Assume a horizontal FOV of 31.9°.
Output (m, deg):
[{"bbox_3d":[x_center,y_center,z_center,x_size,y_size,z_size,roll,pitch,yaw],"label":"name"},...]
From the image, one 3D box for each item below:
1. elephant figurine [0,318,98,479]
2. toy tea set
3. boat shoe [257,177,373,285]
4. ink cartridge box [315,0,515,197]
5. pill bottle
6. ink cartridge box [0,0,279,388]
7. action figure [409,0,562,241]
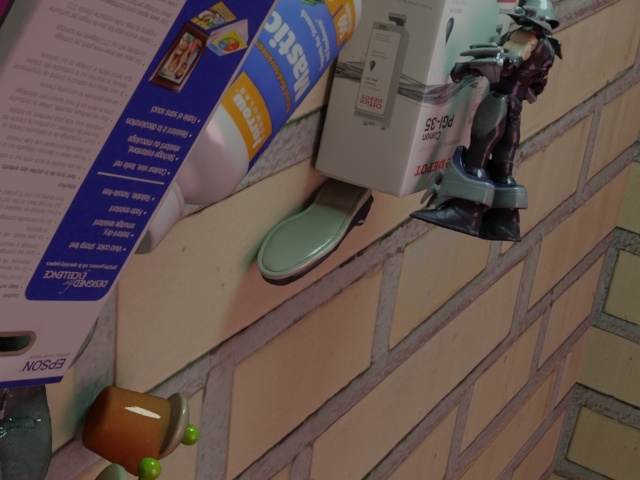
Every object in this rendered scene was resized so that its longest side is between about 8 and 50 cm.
[{"bbox_3d":[-0.237,0.058,0.756,0.186,0.169,0.239,124,-23,-75],"label":"elephant figurine"},{"bbox_3d":[-0.178,0.292,0.966,0.124,0.200,0.336,27,80,-22],"label":"toy tea set"},{"bbox_3d":[0.000,0.000,1.241,0.206,0.075,0.065,-48,144,-45],"label":"boat shoe"},{"bbox_3d":[0.115,-0.205,1.258,0.207,0.117,0.283,-19,125,-58],"label":"ink cartridge box"},{"bbox_3d":[-0.096,-0.125,0.871,0.272,0.152,0.152,-56,151,-27],"label":"pill bottle"},{"bbox_3d":[-0.136,-0.077,0.627,0.176,0.069,0.371,6,117,-61],"label":"ink cartridge box"},{"bbox_3d":[0.195,-0.144,1.219,0.185,0.099,0.285,14,93,-57],"label":"action figure"}]
